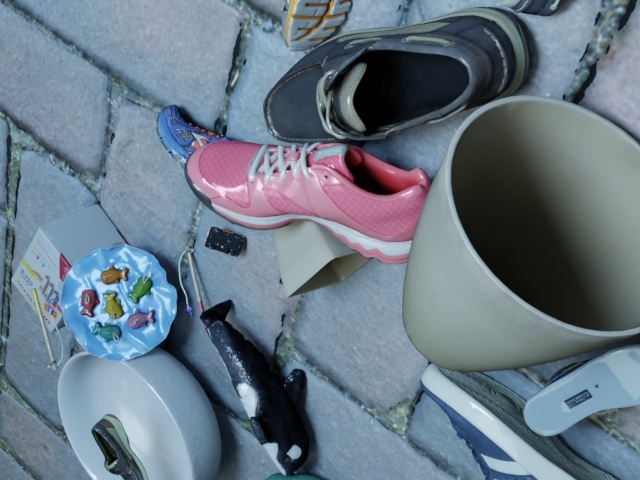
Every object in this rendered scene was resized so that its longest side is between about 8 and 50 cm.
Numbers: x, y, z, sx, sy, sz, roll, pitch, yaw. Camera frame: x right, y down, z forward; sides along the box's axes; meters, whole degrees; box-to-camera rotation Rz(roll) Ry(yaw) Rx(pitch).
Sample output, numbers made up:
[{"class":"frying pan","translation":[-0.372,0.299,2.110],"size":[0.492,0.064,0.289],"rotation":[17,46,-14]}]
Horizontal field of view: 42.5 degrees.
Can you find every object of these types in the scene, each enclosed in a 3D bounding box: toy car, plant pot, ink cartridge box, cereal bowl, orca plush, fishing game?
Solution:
[{"class":"toy car","translation":[-0.144,-0.037,1.238],"size":[0.040,0.060,0.121],"rotation":[-144,55,-80]},{"class":"plant pot","translation":[0.193,0.034,0.868],"size":[0.256,0.256,0.274],"rotation":[48,147,11]},{"class":"plant pot","translation":[0.000,0.000,1.085],"size":[0.109,0.109,0.096],"rotation":[-43,70,42]},{"class":"ink cartridge box","translation":[-0.429,0.050,1.432],"size":[0.128,0.127,0.176],"rotation":[51,133,8]},{"class":"cereal bowl","translation":[-0.296,0.315,1.439],"size":[0.339,0.141,0.338],"rotation":[18,120,33]},{"class":"orca plush","translation":[-0.076,0.217,1.279],"size":[0.287,0.102,0.151],"rotation":[63,178,11]},{"class":"fishing game","translation":[-0.319,0.096,1.300],"size":[0.041,0.264,0.189],"rotation":[127,131,-85]}]

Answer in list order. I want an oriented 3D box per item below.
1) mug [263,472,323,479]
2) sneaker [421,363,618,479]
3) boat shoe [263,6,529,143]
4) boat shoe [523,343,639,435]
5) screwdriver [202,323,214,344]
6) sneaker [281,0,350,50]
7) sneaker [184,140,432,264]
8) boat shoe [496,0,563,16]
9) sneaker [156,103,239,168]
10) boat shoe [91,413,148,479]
[{"class":"mug","translation":[-0.023,0.432,1.296],"size":[0.097,0.158,0.129],"rotation":[-10,79,40]},{"class":"sneaker","translation":[0.239,0.298,0.988],"size":[0.350,0.131,0.148],"rotation":[40,109,18]},{"class":"boat shoe","translation":[0.053,-0.179,0.936],"size":[0.356,0.130,0.132],"rotation":[-11,102,41]},{"class":"boat shoe","translation":[0.313,0.153,0.919],"size":[0.183,0.083,0.065],"rotation":[-35,86,35]},{"class":"screwdriver","translation":[-0.144,0.200,1.350],"size":[0.169,0.024,0.025],"rotation":[61,163,-10]},{"class":"sneaker","translation":[-0.010,-0.327,0.962],"size":[0.083,0.084,0.214],"rotation":[39,127,36]},{"class":"sneaker","translation":[-0.008,-0.080,0.982],"size":[0.314,0.115,0.136],"rotation":[15,146,4]},{"class":"boat shoe","translation":[0.248,-0.306,0.784],"size":[0.065,0.075,0.206],"rotation":[18,127,-20]},{"class":"sneaker","translation":[-0.154,-0.120,1.175],"size":[0.087,0.083,0.221],"rotation":[-40,66,0]},{"class":"boat shoe","translation":[-0.335,0.364,1.364],"size":[0.056,0.049,0.152],"rotation":[-23,95,42]}]
